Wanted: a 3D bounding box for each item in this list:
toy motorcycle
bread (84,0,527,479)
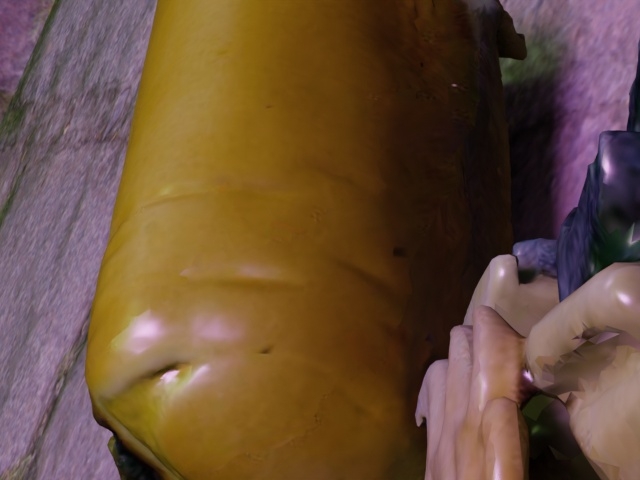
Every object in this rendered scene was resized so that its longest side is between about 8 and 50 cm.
[{"bbox_3d":[0.110,0.103,0.572,0.410,0.169,0.237,91,178,-56],"label":"toy motorcycle"},{"bbox_3d":[0.000,0.000,0.905,0.208,0.251,0.376,-4,50,16],"label":"bread"}]
